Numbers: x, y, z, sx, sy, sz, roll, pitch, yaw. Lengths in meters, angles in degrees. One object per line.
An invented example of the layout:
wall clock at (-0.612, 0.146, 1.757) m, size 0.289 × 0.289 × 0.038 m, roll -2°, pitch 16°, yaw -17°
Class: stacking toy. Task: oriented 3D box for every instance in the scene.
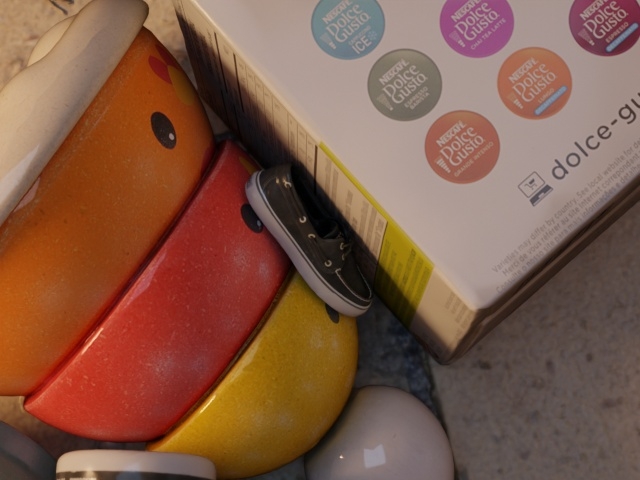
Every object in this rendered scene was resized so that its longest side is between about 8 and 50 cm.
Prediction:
stacking toy at (-0.089, 0.068, 1.374) m, size 0.480 × 0.350 × 0.350 m, roll 37°, pitch 83°, yaw -12°

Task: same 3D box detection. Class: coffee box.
coffee box at (0.119, -0.149, 1.338) m, size 0.338 × 0.338 × 0.334 m, roll -41°, pitch 82°, yaw -6°

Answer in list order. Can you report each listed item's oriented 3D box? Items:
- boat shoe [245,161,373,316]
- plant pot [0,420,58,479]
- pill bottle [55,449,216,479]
boat shoe at (0.000, 0.000, 1.296) m, size 0.040 × 0.049 × 0.142 m, roll -27°, pitch 117°, yaw 28°
plant pot at (-0.307, 0.241, 1.336) m, size 0.293 × 0.293 × 0.196 m, roll 19°, pitch 61°, yaw 5°
pill bottle at (-0.137, 0.259, 1.246) m, size 0.119 × 0.119 × 0.208 m, roll 1°, pitch 77°, yaw 2°
